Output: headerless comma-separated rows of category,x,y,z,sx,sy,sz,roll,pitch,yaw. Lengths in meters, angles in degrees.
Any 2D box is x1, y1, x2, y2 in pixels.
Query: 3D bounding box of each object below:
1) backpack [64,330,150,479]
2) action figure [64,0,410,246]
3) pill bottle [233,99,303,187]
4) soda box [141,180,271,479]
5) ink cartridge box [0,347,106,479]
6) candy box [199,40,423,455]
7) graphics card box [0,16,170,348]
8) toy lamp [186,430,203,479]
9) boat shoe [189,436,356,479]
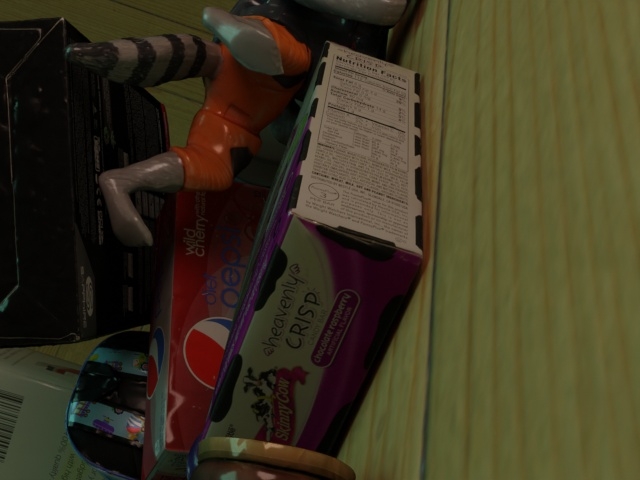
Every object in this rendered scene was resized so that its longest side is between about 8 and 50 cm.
backpack,-0.144,0.171,0.903,0.117,0.173,0.158,117,169,-56
action figure,-0.028,-0.179,0.763,0.341,0.178,0.330,-64,-7,34
pill bottle,-0.052,-0.131,1.075,0.272,0.152,0.152,172,116,-84
soda box,-0.095,0.073,0.830,0.083,0.092,0.263,124,150,-50
ink cartridge box,-0.332,0.305,1.233,0.160,0.384,0.279,-142,70,-87
candy box,0.000,0.000,0.578,0.233,0.071,0.159,-80,11,-59
graphics card box,-0.204,-0.033,0.849,0.371,0.094,0.233,50,-143,-89
toy lamp,-0.148,0.242,0.739,0.274,0.080,0.080,-40,21,27
boat shoe,-0.030,0.140,0.459,0.207,0.073,0.073,103,180,-68
